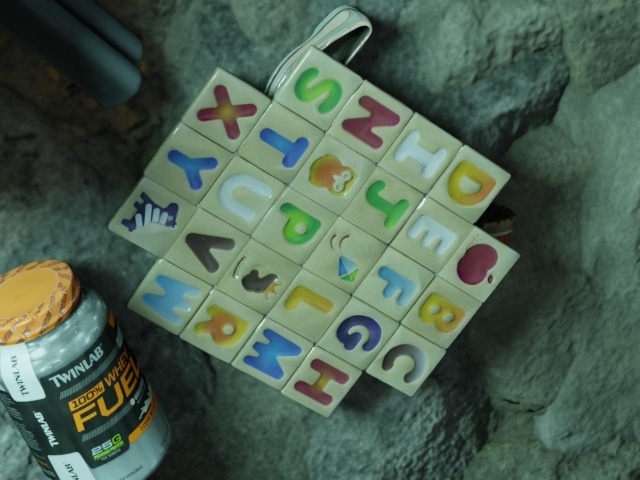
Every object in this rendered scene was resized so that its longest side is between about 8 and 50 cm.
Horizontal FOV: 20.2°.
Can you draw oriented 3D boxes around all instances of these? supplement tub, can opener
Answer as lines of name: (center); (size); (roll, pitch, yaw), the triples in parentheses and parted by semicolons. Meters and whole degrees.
supplement tub: (-0.211, 0.117, 1.508); (0.117, 0.117, 0.190); (-32, 123, -12)
can opener: (-0.255, -0.195, 1.389); (0.093, 0.074, 0.280); (-34, 128, 31)

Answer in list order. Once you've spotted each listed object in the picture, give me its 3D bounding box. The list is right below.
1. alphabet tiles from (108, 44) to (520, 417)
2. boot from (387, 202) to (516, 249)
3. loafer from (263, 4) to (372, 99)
alphabet tiles: (0.000, 0.000, 1.585); (0.342, 0.011, 0.285); (31, 104, -25)
boot: (0.107, 0.016, 1.670); (0.157, 0.059, 0.085); (-4, 118, -27)
loafer: (-0.003, -0.148, 1.548); (0.045, 0.039, 0.125); (38, 91, -35)
